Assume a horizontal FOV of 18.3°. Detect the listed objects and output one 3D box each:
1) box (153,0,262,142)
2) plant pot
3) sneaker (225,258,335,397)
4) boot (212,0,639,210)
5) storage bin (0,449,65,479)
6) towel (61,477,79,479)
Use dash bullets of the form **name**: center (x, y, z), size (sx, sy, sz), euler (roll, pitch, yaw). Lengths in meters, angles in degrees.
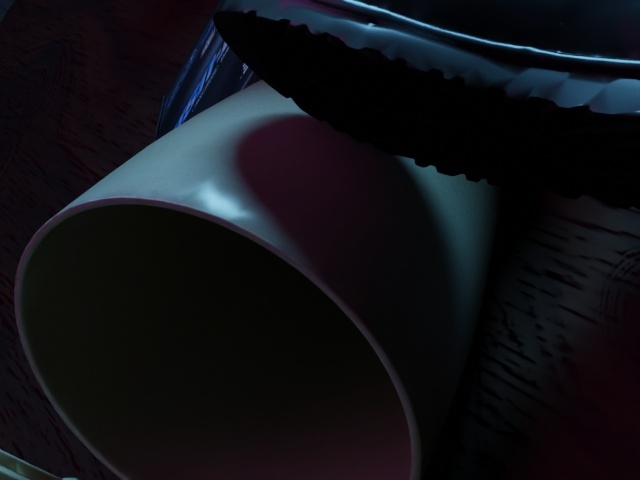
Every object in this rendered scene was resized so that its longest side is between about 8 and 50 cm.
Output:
- **box**: center (-0.039, -0.142, 1.492), size (0.295, 0.073, 0.293), euler (-56, 14, 27)
- **plant pot**: center (0.000, 0.000, 1.184), size (0.256, 0.256, 0.274), euler (-33, 15, 47)
- **sneaker**: center (-0.005, 0.031, 1.344), size (0.224, 0.083, 0.098), euler (-55, -8, -29)
- **boot**: center (0.141, -0.160, 1.040), size (0.131, 0.348, 0.260), euler (66, -137, -63)
- **storage bin**: center (-0.138, 0.235, 1.077), size (0.123, 0.260, 0.262), euler (-58, 20, 7)
- **towel**: center (-0.228, 0.263, 1.562), size (0.148, 0.027, 0.110), euler (-54, 21, 6)
